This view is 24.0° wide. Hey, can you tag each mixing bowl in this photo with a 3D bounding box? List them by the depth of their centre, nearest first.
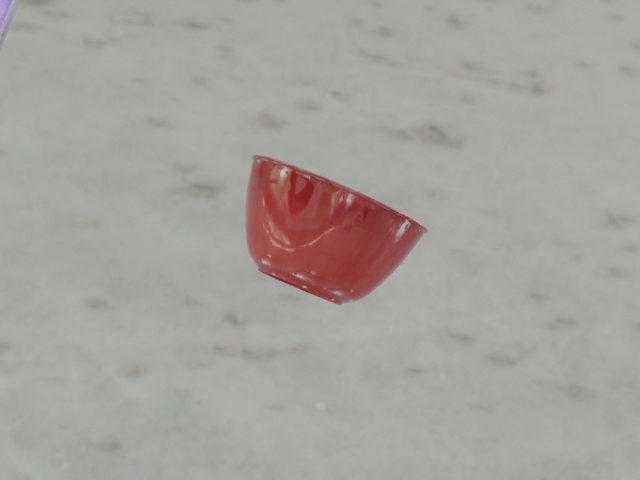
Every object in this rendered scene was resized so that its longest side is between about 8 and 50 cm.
[{"bbox_3d":[0.000,0.000,1.409,0.181,0.098,0.181,22,-3,1],"label":"mixing bowl"}]

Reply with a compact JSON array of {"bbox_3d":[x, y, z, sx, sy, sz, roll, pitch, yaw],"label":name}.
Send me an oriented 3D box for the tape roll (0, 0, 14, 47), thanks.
[{"bbox_3d":[-0.297,-0.095,1.085,0.090,0.275,0.275,23,19,-13],"label":"tape roll"}]
